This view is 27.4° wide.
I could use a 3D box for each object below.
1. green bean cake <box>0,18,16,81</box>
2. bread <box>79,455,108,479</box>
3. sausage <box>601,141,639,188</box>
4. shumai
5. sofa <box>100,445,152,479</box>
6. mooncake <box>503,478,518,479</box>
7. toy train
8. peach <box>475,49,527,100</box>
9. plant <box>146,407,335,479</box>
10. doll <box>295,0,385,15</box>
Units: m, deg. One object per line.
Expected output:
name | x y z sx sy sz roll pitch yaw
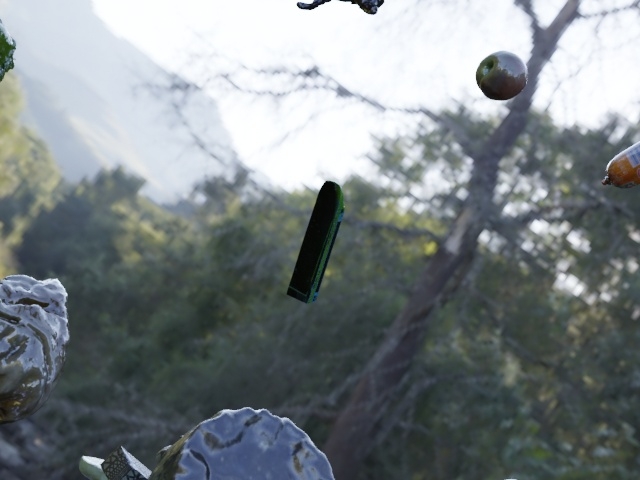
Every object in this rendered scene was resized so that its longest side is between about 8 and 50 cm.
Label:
green bean cake | -0.503 -0.236 1.651 0.113 0.214 0.200 7 -31 32
bread | -0.296 0.343 1.895 0.112 0.036 0.193 18 -8 14
sausage | 0.532 -0.163 1.759 0.053 0.347 0.053 53 16 -22
shumai | -0.393 0.088 1.556 0.183 0.218 0.185 -2 -45 12
sofa | -0.221 0.315 1.657 0.118 0.039 0.060 48 -4 -36
mooncake | 0.269 0.468 1.950 0.124 0.228 0.228 -10 -31 23
toy train | 0.000 0.000 2.188 0.044 0.209 0.042 23 13 23
peach | 0.284 -0.256 2.048 0.083 0.083 0.083 36 -8 6
plant | -0.106 0.296 1.312 0.199 0.188 0.276 35 -47 0
doll | 0.037 -0.378 1.965 0.139 0.057 0.165 6 22 12
